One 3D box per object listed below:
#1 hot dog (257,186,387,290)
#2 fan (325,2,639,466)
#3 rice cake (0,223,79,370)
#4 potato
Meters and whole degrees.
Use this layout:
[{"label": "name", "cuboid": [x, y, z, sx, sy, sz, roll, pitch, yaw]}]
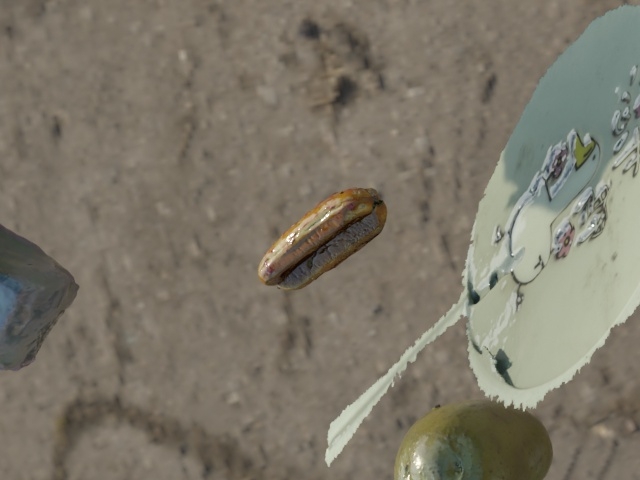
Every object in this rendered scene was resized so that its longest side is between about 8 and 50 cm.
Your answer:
[{"label": "hot dog", "cuboid": [0.000, -0.001, 1.422, 0.144, 0.062, 0.038, -38, 48, 38]}, {"label": "fan", "cuboid": [0.101, 0.022, 0.982, 0.414, 0.012, 0.233, -49, 26, 47]}, {"label": "rice cake", "cuboid": [-0.177, -0.012, 0.532, 0.207, 0.036, 0.047, 22, 127, -5]}, {"label": "potato", "cuboid": [0.172, 0.246, 1.869, 0.157, 0.194, 0.157, 35, 134, 47]}]
